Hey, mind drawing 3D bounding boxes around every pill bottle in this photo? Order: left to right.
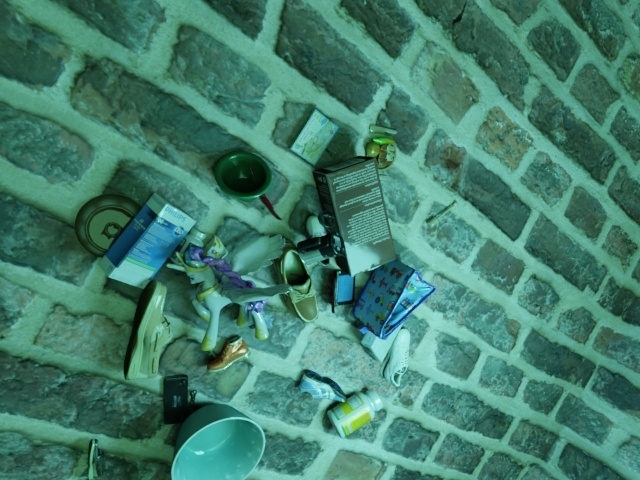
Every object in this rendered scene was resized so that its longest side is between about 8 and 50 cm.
[{"bbox_3d":[-0.409,0.021,1.310,0.067,0.067,0.120,32,90,-27],"label":"pill bottle"},{"bbox_3d":[0.143,0.691,1.697,0.209,0.118,0.117,-27,113,-15],"label":"pill bottle"}]

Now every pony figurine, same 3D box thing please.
[{"bbox_3d":[-0.262,0.159,1.313,0.352,0.302,0.363,-9,124,-5],"label":"pony figurine"}]

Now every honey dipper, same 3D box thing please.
[{"bbox_3d":[0.495,-0.109,1.694,0.161,0.030,0.030,-38,115,-13],"label":"honey dipper"}]

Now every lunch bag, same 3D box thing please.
[{"bbox_3d":[0.239,0.223,1.559,0.138,0.221,0.293,41,85,-26],"label":"lunch bag"}]

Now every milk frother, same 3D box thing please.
[{"bbox_3d":[-0.006,-0.010,1.388,0.129,0.135,0.143,42,42,-41],"label":"milk frother"}]

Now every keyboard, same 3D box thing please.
[{"bbox_3d":[-0.481,0.546,1.441,0.108,0.023,0.180,1,104,-17],"label":"keyboard"}]

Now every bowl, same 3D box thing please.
[{"bbox_3d":[-0.364,0.690,1.438,0.312,0.163,0.311,-10,112,-27],"label":"bowl"}]

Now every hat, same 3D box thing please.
[{"bbox_3d":[-0.243,-0.155,1.363,0.173,0.183,0.208,-29,71,-22],"label":"hat"}]

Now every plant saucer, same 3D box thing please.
[{"bbox_3d":[-0.606,-0.035,1.228,0.199,0.036,0.198,-6,106,-23],"label":"plant saucer"}]

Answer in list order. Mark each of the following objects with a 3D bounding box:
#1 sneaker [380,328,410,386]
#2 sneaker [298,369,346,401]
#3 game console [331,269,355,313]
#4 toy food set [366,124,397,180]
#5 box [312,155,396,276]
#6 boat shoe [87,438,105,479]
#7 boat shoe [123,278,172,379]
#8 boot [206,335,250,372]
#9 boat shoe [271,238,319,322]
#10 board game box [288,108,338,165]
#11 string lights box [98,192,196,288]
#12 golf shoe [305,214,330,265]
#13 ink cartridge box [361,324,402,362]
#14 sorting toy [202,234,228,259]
[{"bbox_3d":[0.330,0.482,1.738,0.090,0.095,0.234,13,97,-24],"label":"sneaker"},{"bbox_3d":[0.008,0.581,1.639,0.211,0.080,0.081,33,95,-17],"label":"sneaker"},{"bbox_3d":[0.087,0.187,1.563,0.085,0.124,0.143,3,103,3],"label":"game console"},{"bbox_3d":[0.221,-0.311,1.515,0.133,0.038,0.191,2,103,-24],"label":"toy food set"},{"bbox_3d":[0.123,-0.087,1.474,0.191,0.143,0.380,-20,109,-15],"label":"box"},{"bbox_3d":[-0.725,0.704,1.361,0.049,0.056,0.152,2,112,-29],"label":"boat shoe"},{"bbox_3d":[-0.521,0.278,1.307,0.110,0.121,0.340,12,109,-30],"label":"boat shoe"},{"bbox_3d":[-0.328,0.392,1.451,0.158,0.059,0.084,-26,109,-25],"label":"boot"},{"bbox_3d":[-0.083,0.154,1.457,0.123,0.120,0.323,-28,112,-15],"label":"boat shoe"},{"bbox_3d":[-0.022,-0.344,1.407,0.104,0.026,0.154,32,89,-27],"label":"board game box"},{"bbox_3d":[-0.502,0.004,1.230,0.259,0.077,0.133,-53,149,-4],"label":"string lights box"},{"bbox_3d":[0.000,0.000,1.474,0.068,0.086,0.185,-21,109,-17],"label":"golf shoe"},{"bbox_3d":[0.256,0.348,1.662,0.232,0.066,0.189,-60,147,-22],"label":"ink cartridge box"},{"bbox_3d":[-0.341,0.039,1.366,0.083,0.045,0.075,-50,136,-5],"label":"sorting toy"}]
